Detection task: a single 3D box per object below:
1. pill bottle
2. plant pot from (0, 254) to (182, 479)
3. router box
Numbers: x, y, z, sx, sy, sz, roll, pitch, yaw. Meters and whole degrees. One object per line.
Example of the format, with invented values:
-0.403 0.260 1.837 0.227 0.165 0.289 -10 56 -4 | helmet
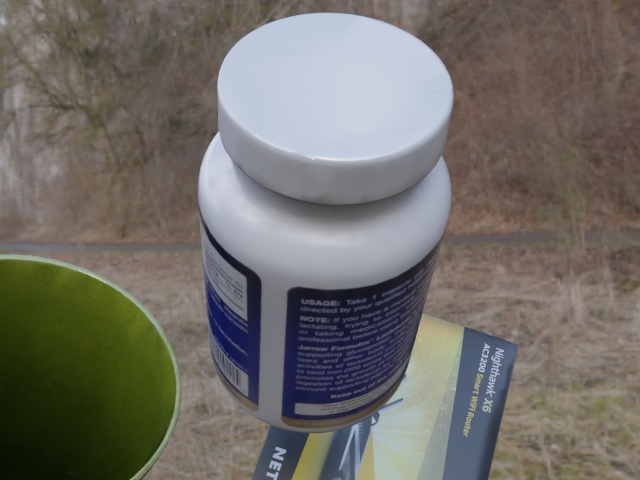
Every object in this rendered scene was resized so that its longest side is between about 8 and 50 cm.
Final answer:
0.000 0.000 0.520 0.153 0.153 0.265 -4 -39 -8 | pill bottle
-0.300 0.212 0.766 0.275 0.275 0.293 -4 -43 -32 | plant pot
0.066 0.227 0.907 0.243 0.309 0.081 17 -25 4 | router box
